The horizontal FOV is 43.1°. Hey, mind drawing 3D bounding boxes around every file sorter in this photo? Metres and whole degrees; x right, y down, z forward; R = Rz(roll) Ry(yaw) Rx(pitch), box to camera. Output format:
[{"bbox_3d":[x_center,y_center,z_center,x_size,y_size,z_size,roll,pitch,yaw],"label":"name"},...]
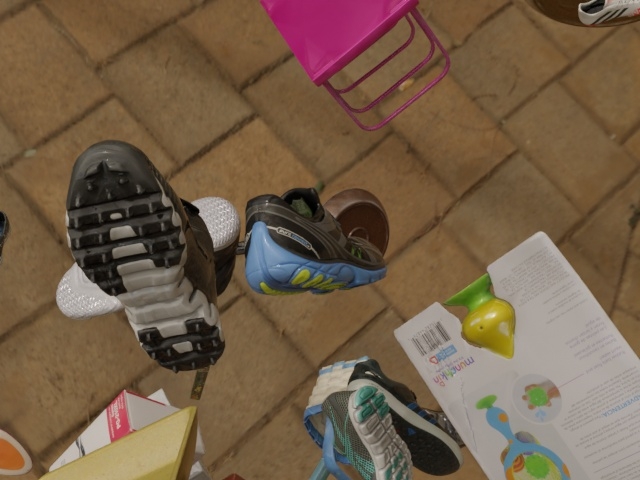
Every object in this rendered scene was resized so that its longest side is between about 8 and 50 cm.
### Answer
[{"bbox_3d":[0.063,-0.357,1.398,0.202,0.182,0.291,-38,45,10],"label":"file sorter"}]

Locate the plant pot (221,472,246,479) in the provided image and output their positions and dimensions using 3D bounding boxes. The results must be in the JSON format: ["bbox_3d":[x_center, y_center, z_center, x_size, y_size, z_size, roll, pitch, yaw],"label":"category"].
[{"bbox_3d":[-0.154,0.550,1.336,0.267,0.267,0.236,-33,93,-1],"label":"plant pot"}]

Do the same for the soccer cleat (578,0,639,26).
[{"bbox_3d":[0.303,-0.241,0.821,0.083,0.035,0.029,-13,71,30],"label":"soccer cleat"}]

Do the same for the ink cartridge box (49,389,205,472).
[{"bbox_3d":[-0.355,0.403,1.480,0.172,0.237,0.100,31,22,-39],"label":"ink cartridge box"}]

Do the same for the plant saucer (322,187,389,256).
[{"bbox_3d":[0.056,-0.002,1.356,0.168,0.029,0.168,-11,110,-32],"label":"plant saucer"}]

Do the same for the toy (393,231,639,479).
[{"bbox_3d":[0.168,0.120,0.528,0.237,0.137,0.056,54,35,6],"label":"toy"}]

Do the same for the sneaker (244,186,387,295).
[{"bbox_3d":[0.000,0.000,0.599,0.067,0.188,0.078,-13,81,21],"label":"sneaker"}]

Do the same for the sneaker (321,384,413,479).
[{"bbox_3d":[0.052,0.237,0.930,0.065,0.076,0.166,-35,113,-44],"label":"sneaker"}]

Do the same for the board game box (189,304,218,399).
[{"bbox_3d":[-0.257,0.248,1.769,0.030,0.260,0.136,10,61,-9],"label":"board game box"}]

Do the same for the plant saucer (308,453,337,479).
[{"bbox_3d":[-0.025,0.535,1.702,0.018,0.067,0.192,40,62,-6],"label":"plant saucer"}]

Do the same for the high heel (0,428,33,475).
[{"bbox_3d":[-0.696,0.409,1.641,0.244,0.117,0.082,24,70,-11],"label":"high heel"}]

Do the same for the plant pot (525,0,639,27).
[{"bbox_3d":[0.366,-0.334,1.034,0.236,0.236,0.032,8,74,-9],"label":"plant pot"}]

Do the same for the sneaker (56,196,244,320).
[{"bbox_3d":[-0.220,0.049,1.128,0.268,0.153,0.101,-28,64,-3],"label":"sneaker"}]

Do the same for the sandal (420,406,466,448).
[{"bbox_3d":[0.216,0.333,1.447,0.219,0.060,0.090,-12,71,9],"label":"sandal"}]

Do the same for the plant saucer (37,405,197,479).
[{"bbox_3d":[-0.329,0.427,1.209,0.333,0.333,0.081,-27,108,12],"label":"plant saucer"}]

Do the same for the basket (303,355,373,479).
[{"bbox_3d":[0.082,0.421,1.743,0.201,0.255,0.289,-21,36,17],"label":"basket"}]

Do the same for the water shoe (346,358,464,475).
[{"bbox_3d":[0.121,0.234,1.085,0.203,0.073,0.080,43,34,-19],"label":"water shoe"}]

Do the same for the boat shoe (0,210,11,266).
[{"bbox_3d":[-0.566,0.003,1.390,0.049,0.040,0.142,2,39,-7],"label":"boat shoe"}]

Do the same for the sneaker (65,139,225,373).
[{"bbox_3d":[-0.127,-0.002,0.600,0.078,0.234,0.106,-11,51,2],"label":"sneaker"}]

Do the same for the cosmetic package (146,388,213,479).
[{"bbox_3d":[-0.329,0.443,1.718,0.117,0.085,0.231,-30,51,-9],"label":"cosmetic package"}]
